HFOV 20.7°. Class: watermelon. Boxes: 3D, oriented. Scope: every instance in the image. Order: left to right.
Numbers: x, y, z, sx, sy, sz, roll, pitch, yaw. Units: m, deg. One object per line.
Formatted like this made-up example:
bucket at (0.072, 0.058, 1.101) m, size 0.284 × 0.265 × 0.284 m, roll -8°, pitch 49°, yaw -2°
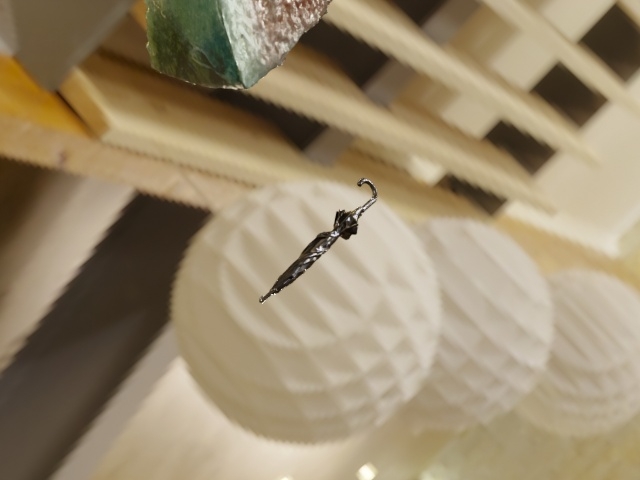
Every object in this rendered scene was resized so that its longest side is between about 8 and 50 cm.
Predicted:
watermelon at (-0.030, -0.214, 1.205) m, size 0.241 × 0.094 × 0.154 m, roll -35°, pitch -53°, yaw -47°

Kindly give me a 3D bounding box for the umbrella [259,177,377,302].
umbrella at (0.003, 0.004, 1.130) m, size 0.022 × 0.022 × 0.149 m, roll -24°, pitch 18°, yaw 44°
